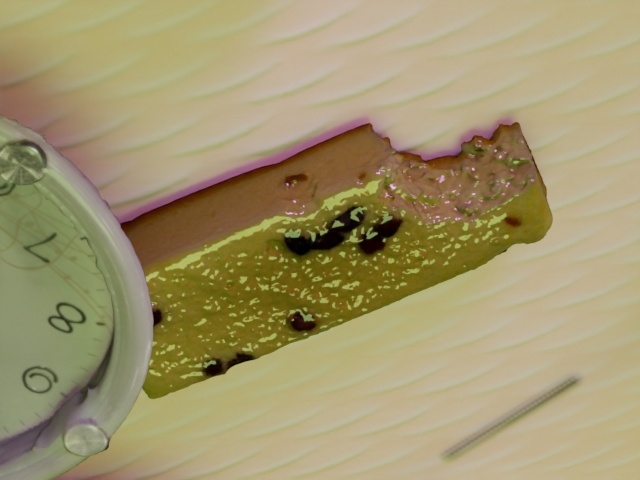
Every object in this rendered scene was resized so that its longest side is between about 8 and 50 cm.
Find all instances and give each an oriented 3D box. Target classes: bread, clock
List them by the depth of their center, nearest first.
[{"bbox_3d":[-0.190,0.021,0.763,0.236,0.053,0.236,2,126,3],"label":"clock"},{"bbox_3d":[0.000,0.000,0.815,0.226,0.049,0.088,-23,129,3],"label":"bread"}]
